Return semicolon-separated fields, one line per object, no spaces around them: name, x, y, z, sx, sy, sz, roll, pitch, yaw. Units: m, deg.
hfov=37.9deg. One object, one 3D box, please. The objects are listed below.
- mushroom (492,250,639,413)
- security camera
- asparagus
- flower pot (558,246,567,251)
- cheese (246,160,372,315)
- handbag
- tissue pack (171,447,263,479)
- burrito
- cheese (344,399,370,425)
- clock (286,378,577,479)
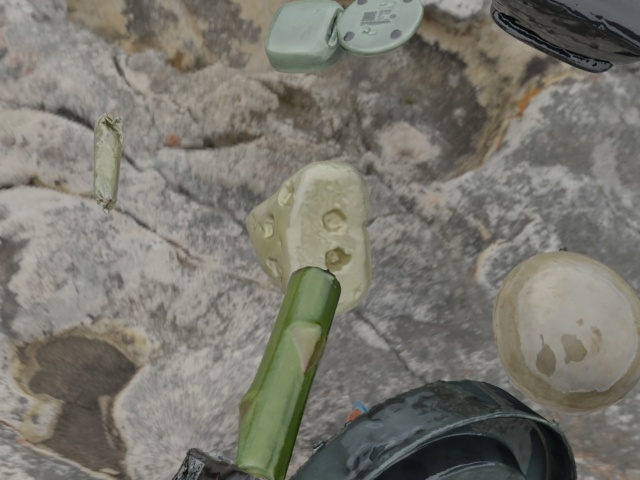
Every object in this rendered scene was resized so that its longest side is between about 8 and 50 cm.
mushroom;0.292;0.118;1.150;0.204;0.204;0.204;2;76;-8
security camera;0.044;-0.367;1.652;0.302;0.080;0.157;1;55;27
asparagus;-0.022;0.089;0.621;0.045;0.041;0.178;-5;39;21
flower pot;0.413;0.143;1.770;0.084;0.179;0.250;5;68;8
cheese;-0.001;0.001;1.607;0.174;0.251;0.247;-8;67;-32
handbag;0.418;-0.395;1.568;0.302;0.275;0.178;25;95;2
tissue pack;-0.228;0.550;1.663;0.123;0.245;0.332;41;69;-34
burrito;-0.356;-0.130;1.557;0.045;0.058;0.188;-12;65;23
cheese;0.047;0.263;1.140;0.037;0.256;0.106;-11;69;-15
clock;0.080;0.255;0.780;0.313;0.312;0.061;-32;40;-14
